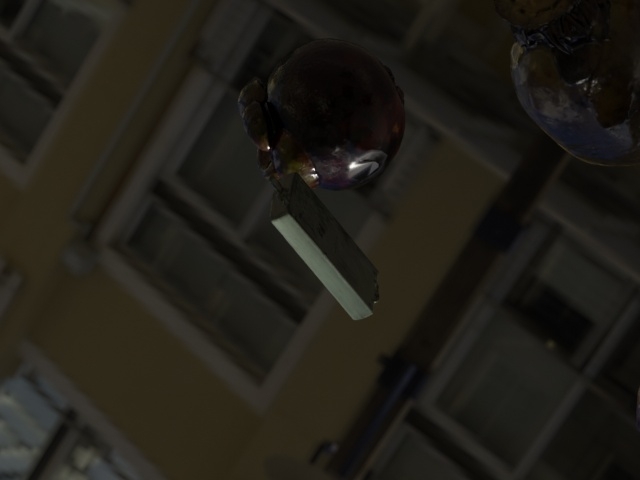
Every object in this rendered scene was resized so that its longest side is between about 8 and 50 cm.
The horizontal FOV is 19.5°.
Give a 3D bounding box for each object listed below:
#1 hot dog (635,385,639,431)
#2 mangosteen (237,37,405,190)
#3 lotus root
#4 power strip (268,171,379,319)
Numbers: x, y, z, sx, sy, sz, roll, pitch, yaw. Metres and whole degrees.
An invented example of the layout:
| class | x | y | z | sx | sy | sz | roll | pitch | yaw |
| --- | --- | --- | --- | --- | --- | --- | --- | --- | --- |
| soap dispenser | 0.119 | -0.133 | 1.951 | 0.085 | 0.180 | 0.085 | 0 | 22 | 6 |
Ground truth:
| class | x | y | z | sx | sy | sz | roll | pitch | yaw |
| --- | --- | --- | --- | --- | --- | --- | --- | --- | --- |
| hot dog | 0.403 | 0.150 | 1.510 | 0.185 | 0.223 | 0.405 | 24 | -164 | -11 |
| mangosteen | 0.007 | -0.152 | 2.310 | 0.210 | 0.210 | 0.210 | 30 | -165 | -9 |
| lotus root | 0.258 | -0.158 | 1.665 | 0.141 | 0.169 | 0.314 | 12 | 165 | 32 |
| power strip | 0.000 | 0.000 | 1.354 | 0.136 | 0.019 | 0.051 | 49 | -147 | -32 |
